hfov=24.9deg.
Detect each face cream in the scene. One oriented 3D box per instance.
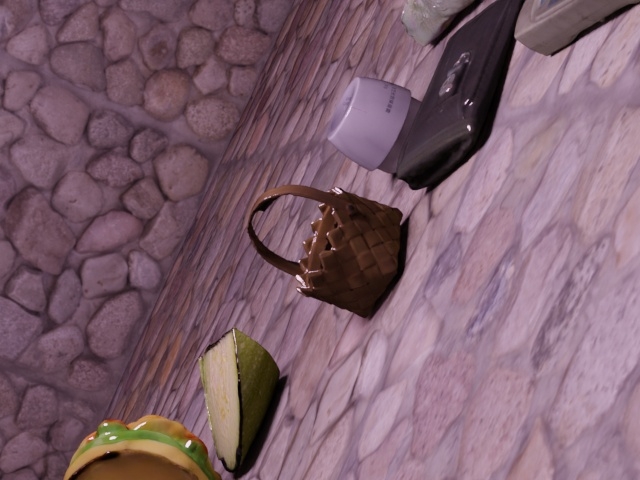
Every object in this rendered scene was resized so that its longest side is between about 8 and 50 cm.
[{"bbox_3d":[0.074,-0.150,1.872,0.117,0.104,0.117,-61,12,23],"label":"face cream"}]

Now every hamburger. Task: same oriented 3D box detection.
[{"bbox_3d":[-0.239,0.337,1.961,0.237,0.237,0.149,-60,10,21],"label":"hamburger"}]

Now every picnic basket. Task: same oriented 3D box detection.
[{"bbox_3d":[0.000,0.000,1.710,0.128,0.178,0.138,-57,15,36],"label":"picnic basket"}]

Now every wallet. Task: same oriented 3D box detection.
[{"bbox_3d":[0.166,-0.186,1.703,0.168,0.052,0.245,-39,26,56],"label":"wallet"}]

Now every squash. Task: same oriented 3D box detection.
[{"bbox_3d":[-0.098,0.222,1.984,0.192,0.085,0.184,139,125,-67],"label":"squash"}]

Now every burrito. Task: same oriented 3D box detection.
[{"bbox_3d":[0.182,-0.344,1.893,0.309,0.066,0.096,144,144,-67],"label":"burrito"}]

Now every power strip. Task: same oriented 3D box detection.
[{"bbox_3d":[0.269,-0.248,1.393,0.080,0.048,0.286,-69,14,-12],"label":"power strip"}]
